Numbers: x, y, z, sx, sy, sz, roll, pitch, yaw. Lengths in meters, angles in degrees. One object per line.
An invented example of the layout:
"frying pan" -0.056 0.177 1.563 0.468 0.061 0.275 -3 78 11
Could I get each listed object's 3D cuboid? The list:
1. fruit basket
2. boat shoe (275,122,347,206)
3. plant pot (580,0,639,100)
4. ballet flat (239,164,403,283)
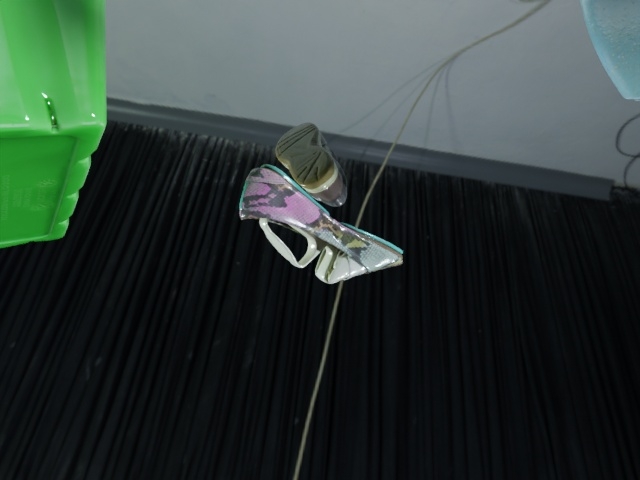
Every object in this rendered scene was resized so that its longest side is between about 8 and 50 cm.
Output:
"fruit basket" -0.340 -0.201 0.464 0.283 0.392 0.392 -13 158 -37
"boat shoe" -0.013 -0.117 0.760 0.080 0.223 0.073 -33 122 4
"plant pot" 0.415 -0.291 0.516 0.248 0.247 0.252 5 117 36
"ballet flat" 0.000 0.000 0.548 0.221 0.079 0.077 31 168 -32
